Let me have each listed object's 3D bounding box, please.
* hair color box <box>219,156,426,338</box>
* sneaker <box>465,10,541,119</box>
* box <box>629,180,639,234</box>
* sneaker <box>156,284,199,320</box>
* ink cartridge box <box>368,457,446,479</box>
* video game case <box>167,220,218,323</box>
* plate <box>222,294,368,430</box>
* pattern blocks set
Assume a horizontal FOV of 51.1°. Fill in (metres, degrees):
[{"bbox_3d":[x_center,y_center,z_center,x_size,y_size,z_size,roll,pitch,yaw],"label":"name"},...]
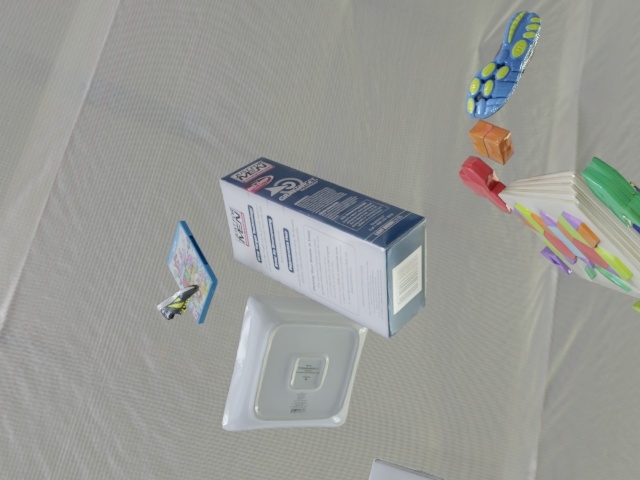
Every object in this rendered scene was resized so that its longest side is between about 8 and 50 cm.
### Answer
[{"bbox_3d":[0.000,0.000,1.076,0.105,0.347,0.173,-35,-45,-36],"label":"hair color box"},{"bbox_3d":[0.291,-0.264,1.044,0.067,0.078,0.188,26,-99,25],"label":"sneaker"},{"bbox_3d":[0.362,0.018,0.693,0.059,0.054,0.169,-37,-124,-2],"label":"box"},{"bbox_3d":[-0.230,0.102,1.108,0.083,0.031,0.035,-33,-93,18],"label":"sneaker"},{"bbox_3d":[0.131,0.516,1.190,0.129,0.307,0.223,14,-108,11],"label":"ink cartridge box"},{"bbox_3d":[-0.247,0.060,1.281,0.015,0.119,0.166,-7,-132,-35],"label":"video game case"},{"bbox_3d":[-0.033,0.248,1.297,0.277,0.045,0.277,7,-77,-30],"label":"plate"},{"bbox_3d":[0.246,-0.005,0.639,0.285,0.325,0.026,43,-90,6],"label":"pattern blocks set"}]
